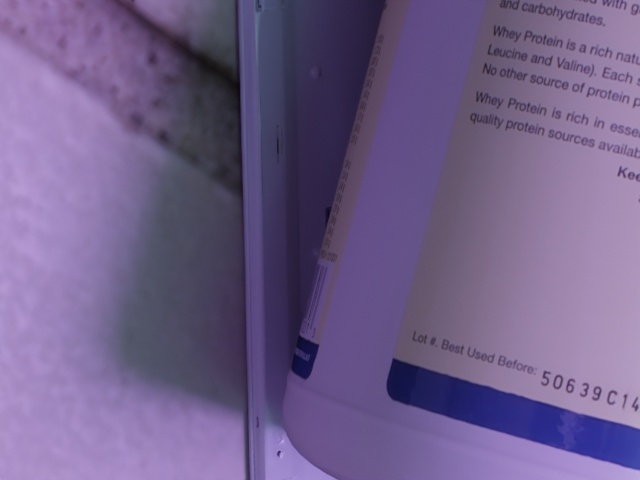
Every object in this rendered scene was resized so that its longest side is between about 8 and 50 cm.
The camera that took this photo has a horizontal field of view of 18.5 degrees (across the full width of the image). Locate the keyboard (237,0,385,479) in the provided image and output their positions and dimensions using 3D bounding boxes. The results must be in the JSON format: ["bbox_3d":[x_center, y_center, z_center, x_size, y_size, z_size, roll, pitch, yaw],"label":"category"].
[{"bbox_3d":[0.000,0.000,0.839,0.072,0.014,0.256,-10,105,-35],"label":"keyboard"}]

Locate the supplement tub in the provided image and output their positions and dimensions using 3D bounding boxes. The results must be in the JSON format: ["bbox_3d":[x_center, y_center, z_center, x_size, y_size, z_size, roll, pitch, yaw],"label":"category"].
[{"bbox_3d":[0.133,-0.045,0.772,0.235,0.235,0.325,15,90,-32],"label":"supplement tub"}]
